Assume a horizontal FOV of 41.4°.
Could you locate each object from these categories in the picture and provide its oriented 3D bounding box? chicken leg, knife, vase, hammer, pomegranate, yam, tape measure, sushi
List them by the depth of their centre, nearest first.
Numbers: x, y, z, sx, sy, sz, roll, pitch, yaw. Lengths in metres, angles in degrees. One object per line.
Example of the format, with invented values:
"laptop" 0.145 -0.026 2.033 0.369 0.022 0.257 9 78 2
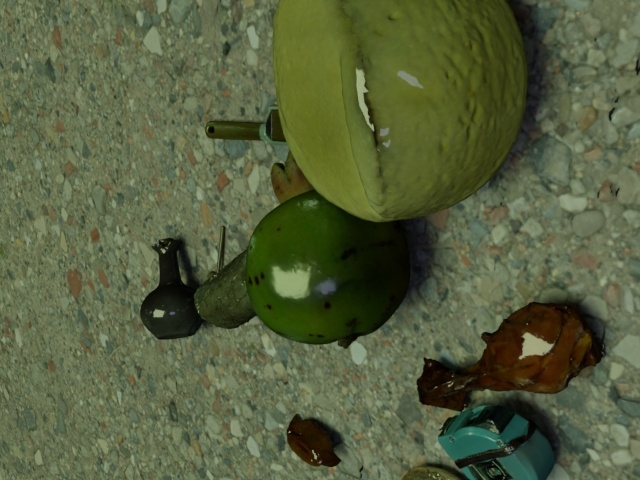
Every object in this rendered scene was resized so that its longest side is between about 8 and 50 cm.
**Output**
"chicken leg" 0.224 0.166 1.083 0.113 0.093 0.304 53 139 2
"tape measure" 0.233 0.274 1.096 0.125 0.081 0.146 50 145 -2
"pomegranate" 0.000 0.000 1.170 0.236 0.235 0.302 -44 50 44
"knife" -0.072 -0.179 1.314 0.343 0.027 0.061 11 106 44
"sushi" -0.015 0.329 1.399 0.120 0.055 0.052 16 125 54
"yam" -0.127 0.077 1.401 0.183 0.107 0.107 -39 74 44
"hammer" -0.179 0.027 1.495 0.035 0.019 0.110 25 117 38
"vase" -0.273 0.086 1.552 0.120 0.120 0.183 -19 74 47

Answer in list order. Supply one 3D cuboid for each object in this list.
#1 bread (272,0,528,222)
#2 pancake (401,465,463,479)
"bread" 0.089 -0.184 1.007 0.320 0.237 0.321 30 125 54
"pancake" 0.179 0.397 1.240 0.158 0.028 0.158 20 119 40
